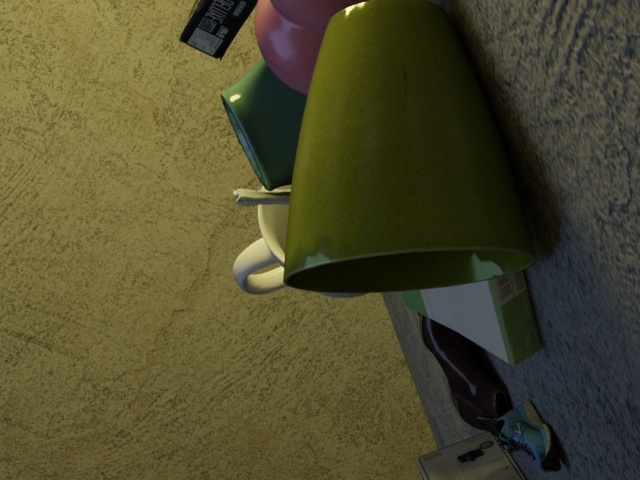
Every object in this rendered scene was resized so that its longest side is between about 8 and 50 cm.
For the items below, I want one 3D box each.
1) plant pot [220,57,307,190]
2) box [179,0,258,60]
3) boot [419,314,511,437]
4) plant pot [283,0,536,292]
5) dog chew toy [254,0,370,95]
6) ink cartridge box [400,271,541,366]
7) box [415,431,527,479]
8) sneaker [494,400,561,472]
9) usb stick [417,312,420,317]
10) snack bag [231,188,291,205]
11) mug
[{"bbox_3d":[-0.016,-0.215,1.948,0.272,0.255,0.271,63,175,9],"label":"plant pot"},{"bbox_3d":[-0.104,-0.441,1.768,0.307,0.076,0.242,-38,31,64],"label":"box"},{"bbox_3d":[0.263,0.217,2.027,0.207,0.090,0.248,33,143,66],"label":"boot"},{"bbox_3d":[0.087,-0.107,1.316,0.275,0.274,0.294,83,-177,-79],"label":"plant pot"},{"bbox_3d":[0.012,-0.336,1.505,0.332,0.206,0.207,87,165,-54],"label":"dog chew toy"},{"bbox_3d":[0.179,0.049,1.563,0.235,0.056,0.171,30,146,52],"label":"ink cartridge box"},{"bbox_3d":[0.290,0.468,2.161,0.290,0.169,0.087,-121,11,-72],"label":"box"},{"bbox_3d":[0.295,0.293,1.707,0.162,0.073,0.063,-118,8,-73],"label":"sneaker"},{"bbox_3d":[0.245,0.194,2.347,0.278,0.045,0.077,-113,11,-50],"label":"usb stick"},{"bbox_3d":[0.020,-0.063,1.998,0.323,0.342,0.037,-132,44,-84],"label":"snack bag"},{"bbox_3d":[0.000,0.000,2.360,0.276,0.374,0.328,64,-178,18],"label":"mug"}]
